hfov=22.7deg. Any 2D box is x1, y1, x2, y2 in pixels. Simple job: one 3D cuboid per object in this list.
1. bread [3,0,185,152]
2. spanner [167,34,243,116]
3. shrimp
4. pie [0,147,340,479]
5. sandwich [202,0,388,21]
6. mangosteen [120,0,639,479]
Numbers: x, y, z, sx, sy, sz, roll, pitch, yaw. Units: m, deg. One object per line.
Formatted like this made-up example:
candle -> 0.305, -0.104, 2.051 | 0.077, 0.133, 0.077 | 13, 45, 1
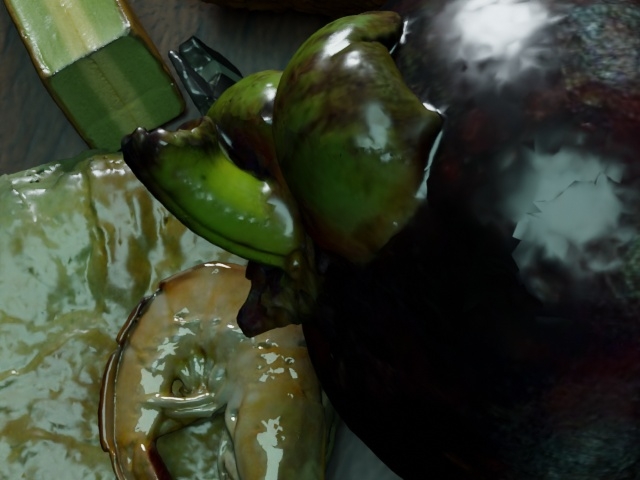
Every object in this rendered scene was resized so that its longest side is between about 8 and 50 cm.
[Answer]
bread -> -0.156, -0.135, 1.062 | 0.074, 0.084, 0.139 | -32, 48, -2
spanner -> 0.000, 0.000, 0.994 | 0.024, 0.087, 0.316 | -36, 83, 12
shrimp -> -0.061, 0.127, 0.919 | 0.133, 0.053, 0.236 | -7, 76, -4
pie -> -0.124, 0.083, 0.989 | 0.306, 0.071, 0.306 | 0, 80, 1
sandwich -> 0.033, -0.215, 0.968 | 0.301, 0.162, 0.250 | -13, 113, 21
mangosteen -> 0.087, -0.001, 0.833 | 0.359, 0.306, 0.306 | -5, 77, -28
